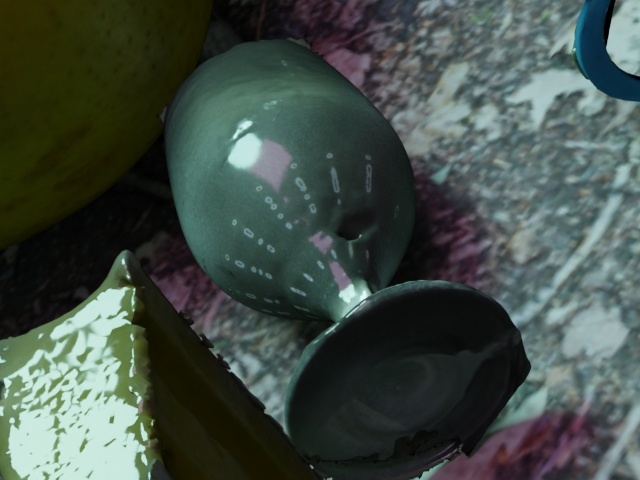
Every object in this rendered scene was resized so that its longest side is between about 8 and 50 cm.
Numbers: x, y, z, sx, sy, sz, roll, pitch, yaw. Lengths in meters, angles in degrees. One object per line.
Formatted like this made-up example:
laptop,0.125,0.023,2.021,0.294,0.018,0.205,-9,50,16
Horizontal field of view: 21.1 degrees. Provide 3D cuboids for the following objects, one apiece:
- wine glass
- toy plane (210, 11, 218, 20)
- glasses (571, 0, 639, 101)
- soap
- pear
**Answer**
wine glass,0.000,0.000,0.855,0.126,0.126,0.241,-35,41,3
toy plane,-0.094,-0.239,1.189,0.226,0.058,0.226,-10,64,28
glasses,0.182,-0.194,0.851,0.239,0.102,0.207,-42,71,-2
soap,-0.043,0.128,0.686,0.076,0.233,0.135,-25,43,10
pear,-0.242,-0.159,0.995,0.418,0.362,0.362,-40,39,-23
